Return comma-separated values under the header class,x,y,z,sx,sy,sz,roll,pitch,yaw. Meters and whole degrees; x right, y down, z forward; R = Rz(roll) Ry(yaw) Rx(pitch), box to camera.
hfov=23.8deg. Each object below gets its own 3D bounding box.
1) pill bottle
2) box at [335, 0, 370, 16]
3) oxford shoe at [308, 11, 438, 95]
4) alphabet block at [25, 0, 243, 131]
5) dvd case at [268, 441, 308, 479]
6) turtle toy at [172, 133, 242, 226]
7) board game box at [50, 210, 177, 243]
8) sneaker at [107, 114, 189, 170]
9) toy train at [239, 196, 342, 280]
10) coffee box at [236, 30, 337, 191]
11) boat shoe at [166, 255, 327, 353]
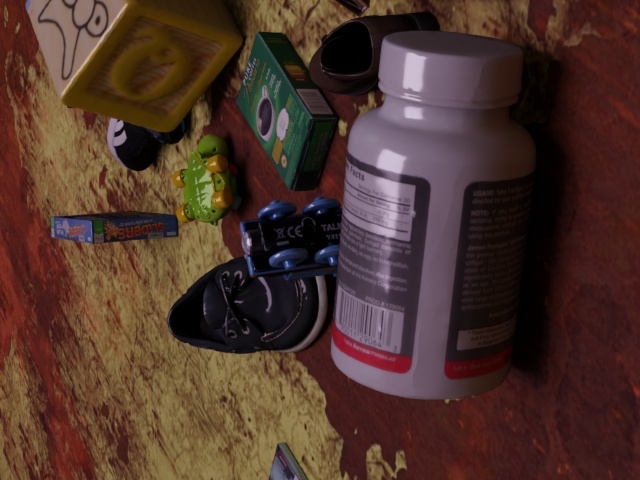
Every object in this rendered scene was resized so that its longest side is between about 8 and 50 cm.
class,x,y,z,sx,sy,sz,roll,pitch,yaw
pill bottle,0.107,-0.027,1.417,0.176,0.176,0.319,34,124,57
box,-0.016,-0.302,1.570,0.021,0.164,0.201,-53,9,17
oxford shoe,0.031,-0.205,1.635,0.227,0.096,0.083,-14,83,65
alphabet block,-0.252,-0.291,2.024,0.192,0.193,0.197,-48,49,31
dvd case,-0.045,0.333,1.957,0.087,0.013,0.119,53,140,47
turtle toy,-0.146,-0.081,2.034,0.095,0.066,0.130,-18,74,39
board game box,-0.316,-0.022,2.306,0.201,0.136,0.035,6,100,64
sneaker,-0.248,-0.156,2.217,0.121,0.079,0.217,42,148,28
toy train,0.000,0.000,1.637,0.105,0.184,0.080,121,137,-65
coffee box,-0.043,-0.160,1.846,0.184,0.040,0.113,58,142,42
boat shoe,-0.104,0.083,1.923,0.340,0.113,0.127,-7,87,63
